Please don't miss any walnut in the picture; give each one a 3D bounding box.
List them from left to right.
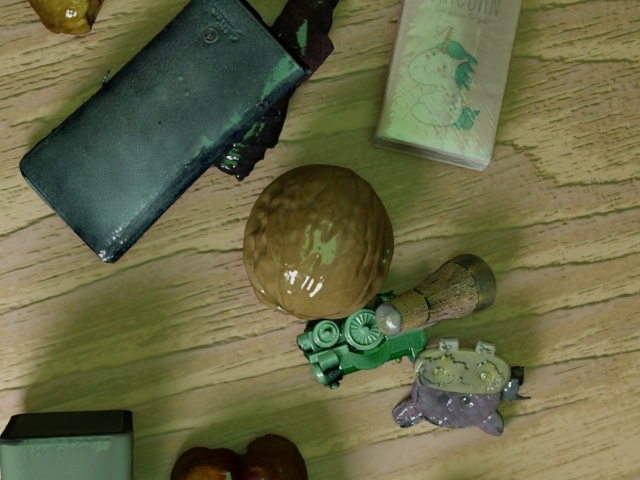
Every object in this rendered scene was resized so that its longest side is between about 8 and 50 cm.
[{"bbox_3d":[0.000,0.000,1.688,0.213,0.213,0.213,0,87,-8],"label":"walnut"}]

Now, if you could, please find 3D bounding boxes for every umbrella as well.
[{"bbox_3d":[-0.053,-0.233,1.749,0.090,0.094,0.326,25,84,38],"label":"umbrella"}]

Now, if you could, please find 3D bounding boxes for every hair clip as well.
[{"bbox_3d":[0.203,0.198,1.764,0.187,0.056,0.146,1,117,-17],"label":"hair clip"}]

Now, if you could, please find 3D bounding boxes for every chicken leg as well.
[{"bbox_3d":[-0.384,-0.378,1.712,0.107,0.087,0.251,-44,88,0],"label":"chicken leg"}]

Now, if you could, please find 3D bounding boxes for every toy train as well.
[{"bbox_3d":[0.058,0.135,1.756,0.178,0.071,0.105,-17,100,-10],"label":"toy train"}]

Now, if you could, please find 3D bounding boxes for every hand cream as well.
[{"bbox_3d":[0.149,0.081,1.712,0.203,0.084,0.084,-20,90,-46],"label":"hand cream"}]

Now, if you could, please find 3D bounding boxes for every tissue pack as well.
[{"bbox_3d":[0.185,-0.274,1.791,0.170,0.071,0.326,12,84,-4],"label":"tissue pack"}]

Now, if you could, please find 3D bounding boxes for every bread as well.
[{"bbox_3d":[-0.110,0.389,1.682,0.232,0.135,0.247,-9,87,-5],"label":"bread"}]

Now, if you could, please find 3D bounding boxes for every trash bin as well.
[{"bbox_3d":[-0.316,0.395,1.612,0.158,0.223,0.344,1,91,-9],"label":"trash bin"}]

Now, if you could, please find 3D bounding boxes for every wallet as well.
[{"bbox_3d":[-0.208,-0.158,1.694,0.379,0.046,0.191,-44,81,5],"label":"wallet"}]
